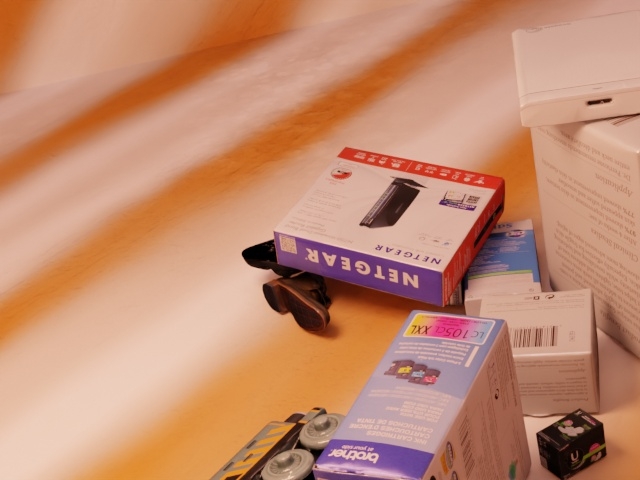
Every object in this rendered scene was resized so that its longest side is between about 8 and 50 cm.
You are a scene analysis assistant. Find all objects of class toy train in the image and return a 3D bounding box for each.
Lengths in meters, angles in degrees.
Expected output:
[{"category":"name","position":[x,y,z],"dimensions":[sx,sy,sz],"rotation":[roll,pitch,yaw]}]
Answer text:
[{"category":"toy train","position":[-0.072,0.357,1.542],"dimensions":[0.190,0.142,0.334],"rotation":[0,30,41]}]

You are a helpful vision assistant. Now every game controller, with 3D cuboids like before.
[{"category":"game controller","position":[0.000,0.000,2.151],"dimensions":[0.319,0.067,0.166],"rotation":[-18,24,-40]}]

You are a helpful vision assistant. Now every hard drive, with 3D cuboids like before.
[{"category":"hard drive","position":[0.433,-0.284,1.746],"dimensions":[0.233,0.047,0.353],"rotation":[-7,27,11]}]

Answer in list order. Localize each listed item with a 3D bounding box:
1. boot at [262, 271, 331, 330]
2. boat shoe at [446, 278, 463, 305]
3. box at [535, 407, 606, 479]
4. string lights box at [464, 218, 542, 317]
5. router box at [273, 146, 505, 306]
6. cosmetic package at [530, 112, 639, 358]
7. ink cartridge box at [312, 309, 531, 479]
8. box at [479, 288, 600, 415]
[{"category":"boot","position":[-0.016,0.101,2.019],"dimensions":[0.106,0.082,0.219],"rotation":[-25,25,-23]},{"category":"boat shoe","position":[0.225,0.032,2.044],"dimensions":[0.088,0.096,0.267],"rotation":[-3,38,9]},{"category":"box","position":[0.359,0.291,1.546],"dimensions":[0.083,0.062,0.052],"rotation":[-25,29,-19]},{"category":"string lights box","position":[0.330,0.060,1.959],"dimensions":[0.133,0.076,0.259],"rotation":[-6,29,11]},{"category":"router box","position":[0.132,-0.036,1.993],"dimensions":[0.336,0.082,0.301],"rotation":[13,41,24]},{"category":"cosmetic package","position":[0.572,-0.070,1.759],"dimensions":[0.327,0.393,0.329],"rotation":[-20,29,-13]},{"category":"ink cartridge box","position":[0.134,0.310,1.389],"dimensions":[0.151,0.270,0.395],"rotation":[1,31,27]},{"category":"box","position":[0.343,0.175,1.702],"dimensions":[0.181,0.119,0.182],"rotation":[-4,29,16]}]
